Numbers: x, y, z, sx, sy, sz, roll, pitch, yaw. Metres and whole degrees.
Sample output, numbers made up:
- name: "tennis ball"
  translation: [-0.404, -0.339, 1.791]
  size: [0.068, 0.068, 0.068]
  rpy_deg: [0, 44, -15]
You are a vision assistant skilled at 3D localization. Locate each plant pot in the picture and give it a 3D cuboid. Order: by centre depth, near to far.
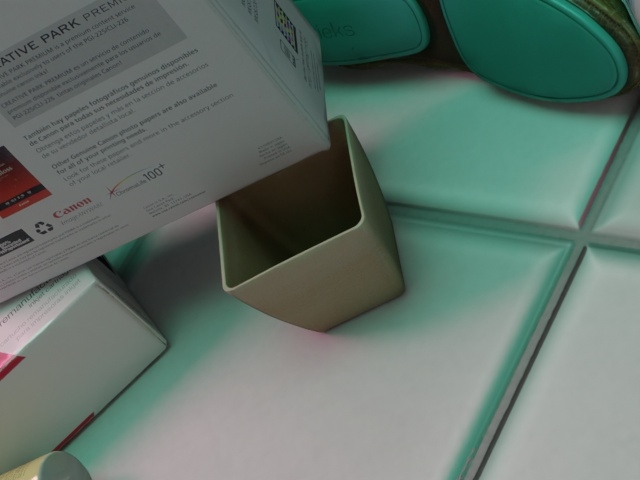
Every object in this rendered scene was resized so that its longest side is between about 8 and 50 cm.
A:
- name: "plant pot"
  translation: [0.000, 0.000, 1.012]
  size: [0.109, 0.096, 0.109]
  rpy_deg: [-26, 44, 17]

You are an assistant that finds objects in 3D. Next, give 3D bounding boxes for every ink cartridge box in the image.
- name: "ink cartridge box"
  translation: [-0.193, -0.123, 0.984]
  size: [0.309, 0.272, 0.130]
  rpy_deg: [-24, 44, 18]
- name: "ink cartridge box"
  translation: [-0.252, 0.056, 1.158]
  size: [0.172, 0.100, 0.237]
  rpy_deg: [-43, 41, -1]

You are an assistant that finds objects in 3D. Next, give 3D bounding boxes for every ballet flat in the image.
- name: "ballet flat"
  translation: [0.116, -0.179, 1.082]
  size: [0.342, 0.116, 0.124]
  rpy_deg: [10, 43, 47]

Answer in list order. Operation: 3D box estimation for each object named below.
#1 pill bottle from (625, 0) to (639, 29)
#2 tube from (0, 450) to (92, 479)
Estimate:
- name: "pill bottle"
  translation: [0.250, -0.233, 0.974]
  size: [0.146, 0.146, 0.264]
  rpy_deg: [-29, 44, 16]
- name: "tube"
  translation: [-0.271, 0.222, 1.074]
  size: [0.240, 0.062, 0.070]
  rpy_deg: [-26, 2, 24]
